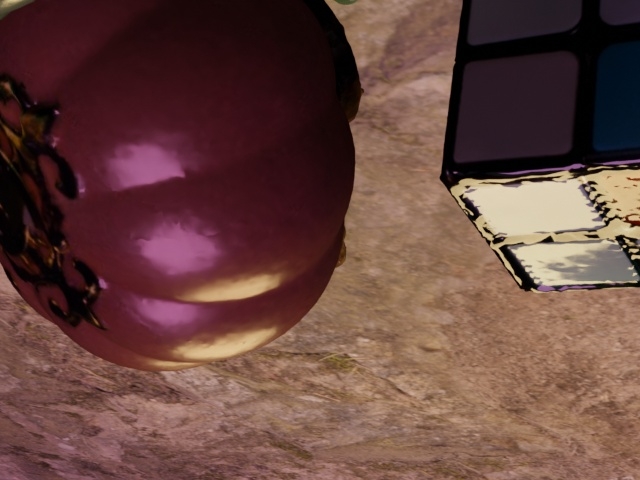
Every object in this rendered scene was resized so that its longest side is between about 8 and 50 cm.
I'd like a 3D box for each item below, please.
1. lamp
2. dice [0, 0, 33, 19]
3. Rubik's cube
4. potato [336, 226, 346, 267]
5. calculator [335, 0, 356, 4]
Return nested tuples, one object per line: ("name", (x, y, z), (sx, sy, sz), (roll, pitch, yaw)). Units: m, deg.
("lamp", (-0.095, -0.073, 0.823), (0.239, 0.305, 0.305), (-26, 174, -31))
("dice", (-0.189, -0.258, 0.413), (0.318, 0.322, 0.330), (28, 148, -34))
("Rubik's cube", (0.192, -0.078, 0.845), (0.180, 0.167, 0.183), (-3, 154, 24))
("potato", (0.000, 0.000, 1.231), (0.046, 0.045, 0.092), (-26, 159, -9))
("calculator", (-0.044, -0.183, 0.879), (0.153, 0.021, 0.095), (10, 156, 2))
